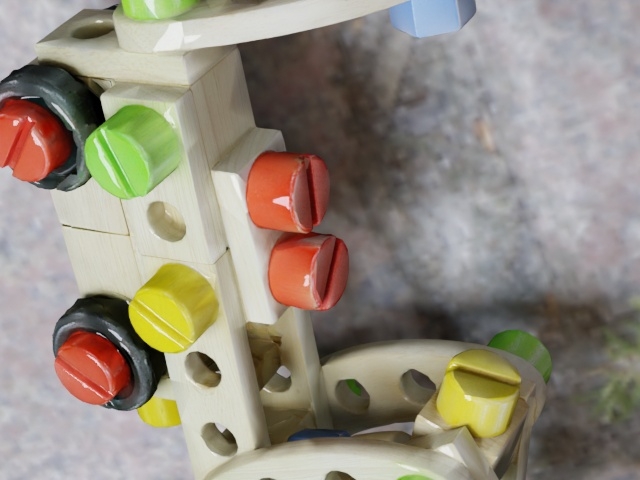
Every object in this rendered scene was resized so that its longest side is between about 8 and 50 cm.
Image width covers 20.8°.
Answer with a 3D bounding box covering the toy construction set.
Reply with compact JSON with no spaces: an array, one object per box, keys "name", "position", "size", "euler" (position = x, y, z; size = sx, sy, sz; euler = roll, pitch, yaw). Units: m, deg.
[{"name":"toy construction set","position":[0.000,0.000,0.656],"size":[0.215,0.151,0.327],"euler":[8,110,29]}]
